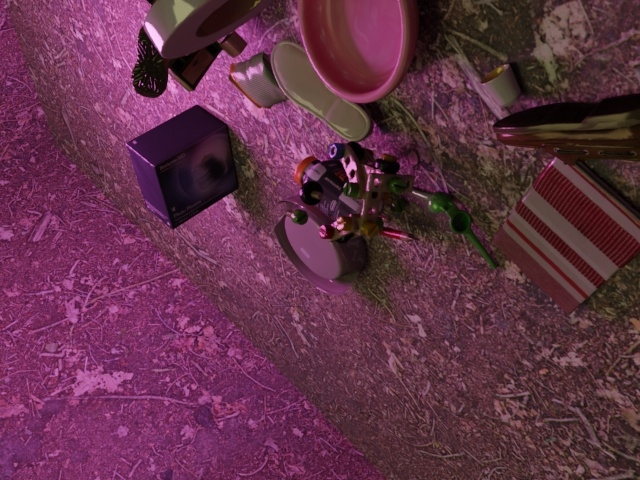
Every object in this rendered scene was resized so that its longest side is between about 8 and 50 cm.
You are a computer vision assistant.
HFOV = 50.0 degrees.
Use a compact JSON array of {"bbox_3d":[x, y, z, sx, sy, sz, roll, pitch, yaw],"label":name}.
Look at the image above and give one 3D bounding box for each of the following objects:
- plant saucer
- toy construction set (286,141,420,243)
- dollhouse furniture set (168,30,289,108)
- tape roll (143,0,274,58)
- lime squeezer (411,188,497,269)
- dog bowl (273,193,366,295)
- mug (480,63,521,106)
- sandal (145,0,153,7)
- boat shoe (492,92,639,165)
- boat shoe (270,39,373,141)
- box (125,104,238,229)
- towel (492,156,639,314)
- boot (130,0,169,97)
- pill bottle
[{"bbox_3d":[0.085,-0.454,1.407,0.332,0.084,0.332,32,135,40],"label":"plant saucer"},{"bbox_3d":[0.137,-0.081,1.627,0.309,0.257,0.237,32,172,-36],"label":"toy construction set"},{"bbox_3d":[-0.230,-0.424,1.816,0.301,0.151,0.197,41,161,-27],"label":"dollhouse furniture set"},{"bbox_3d":[-0.203,-0.532,1.489,0.072,0.392,0.392,57,153,-8],"label":"tape roll"},{"bbox_3d":[0.303,-0.050,1.627,0.310,0.059,0.110,43,151,18],"label":"lime squeezer"},{"bbox_3d":[0.000,0.000,2.116,0.349,0.102,0.349,39,150,28],"label":"dog bowl"},{"bbox_3d":[0.344,-0.290,1.289,0.062,0.078,0.064,-29,109,31],"label":"mug"},{"bbox_3d":[-0.424,-0.664,2.017,0.303,0.120,0.086,59,180,-8],"label":"sandal"},{"bbox_3d":[0.437,-0.178,1.199,0.307,0.111,0.104,9,129,54],"label":"boat shoe"},{"bbox_3d":[0.007,-0.359,1.667,0.319,0.099,0.116,45,111,10],"label":"boat shoe"},{"bbox_3d":[-0.462,-0.249,2.337,0.183,0.296,0.294,36,149,32],"label":"box"},{"bbox_3d":[0.499,-0.010,1.388,0.237,0.037,0.329,47,151,17],"label":"towel"},{"bbox_3d":[-0.393,-0.526,1.727,0.089,0.269,0.236,16,144,-12],"label":"boot"},{"bbox_3d":[0.040,-0.132,1.862,0.245,0.130,0.130,39,150,25],"label":"pill bottle"}]
